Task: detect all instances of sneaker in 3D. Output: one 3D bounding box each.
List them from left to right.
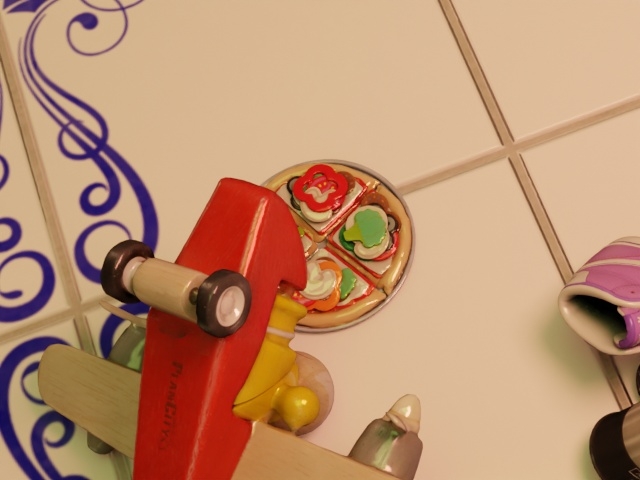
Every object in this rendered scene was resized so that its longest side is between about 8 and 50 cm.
[{"bbox_3d":[0.360,0.081,1.437,0.282,0.102,0.161,10,22,33],"label":"sneaker"}]

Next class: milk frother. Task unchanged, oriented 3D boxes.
[{"bbox_3d":[0.337,0.156,1.442,0.129,0.135,0.143,5,66,-22],"label":"milk frother"}]

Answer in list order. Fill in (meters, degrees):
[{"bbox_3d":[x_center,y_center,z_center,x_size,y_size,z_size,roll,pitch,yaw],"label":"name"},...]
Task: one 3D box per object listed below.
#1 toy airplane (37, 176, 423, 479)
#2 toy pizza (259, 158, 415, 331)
[{"bbox_3d":[-0.086,0.184,1.460,0.384,0.272,0.386,-40,70,33],"label":"toy airplane"},{"bbox_3d":[0.000,0.000,1.626,0.201,0.032,0.201,-4,65,8],"label":"toy pizza"}]
